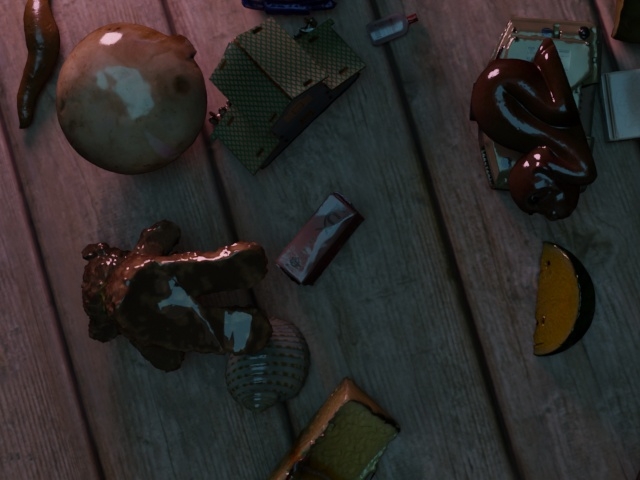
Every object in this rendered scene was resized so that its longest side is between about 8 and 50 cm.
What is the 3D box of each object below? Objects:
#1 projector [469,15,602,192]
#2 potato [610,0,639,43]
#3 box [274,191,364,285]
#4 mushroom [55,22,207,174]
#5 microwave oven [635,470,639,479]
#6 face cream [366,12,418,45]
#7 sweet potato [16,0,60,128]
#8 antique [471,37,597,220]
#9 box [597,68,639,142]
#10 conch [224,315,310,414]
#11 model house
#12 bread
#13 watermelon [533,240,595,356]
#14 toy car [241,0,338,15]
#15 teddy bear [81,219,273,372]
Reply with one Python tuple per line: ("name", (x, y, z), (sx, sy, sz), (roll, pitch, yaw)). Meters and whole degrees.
("projector", (0.331, -0.210, 1.603), (0.193, 0.088, 0.270), (5, 89, 6))
("potato", (0.576, -0.403, 1.507), (0.255, 0.112, 0.269), (6, 122, 8))
("box", (0.000, 0.000, 1.632), (0.060, 0.111, 0.156), (38, 92, 8))
("mushroom", (-0.296, -0.227, 1.647), (0.254, 0.184, 0.255), (0, 85, 6))
("microwave oven", (0.697, 0.379, 1.451), (0.432, 0.236, 0.374), (25, 92, 8))
("face cream", (0.118, -0.347, 1.673), (0.083, 0.021, 0.040), (-20, 85, 7))
("sweet potato", (-0.477, -0.312, 1.743), (0.069, 0.059, 0.250), (7, 92, 28))
("antique", (0.311, -0.152, 1.501), (0.143, 0.121, 0.257), (-20, 86, 9))
("box", (0.538, -0.219, 1.603), (0.198, 0.029, 0.109), (-7, 87, 7))
("conch", (-0.082, 0.201, 1.645), (0.135, 0.102, 0.153), (12, 90, -8))
("model house", (-0.078, -0.250, 1.604), (0.271, 0.206, 0.178), (-41, 83, 5))
("bread", (-0.005, 0.349, 1.618), (0.266, 0.142, 0.178), (-49, 123, 2))
("watermelon", (0.379, 0.096, 1.590), (0.092, 0.075, 0.182), (7, 90, 12))
("toy car", (-0.051, -0.486, 1.634), (0.172, 0.158, 0.235), (3, 87, 9))
("teddy bear", (-0.233, 0.088, 1.634), (0.296, 0.222, 0.246), (-4, 100, -8))
